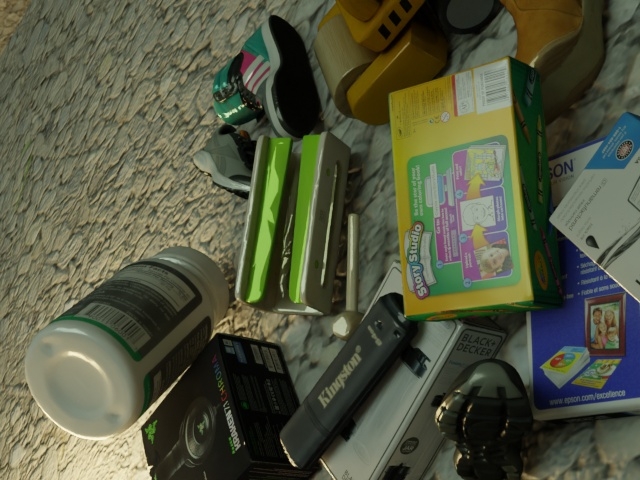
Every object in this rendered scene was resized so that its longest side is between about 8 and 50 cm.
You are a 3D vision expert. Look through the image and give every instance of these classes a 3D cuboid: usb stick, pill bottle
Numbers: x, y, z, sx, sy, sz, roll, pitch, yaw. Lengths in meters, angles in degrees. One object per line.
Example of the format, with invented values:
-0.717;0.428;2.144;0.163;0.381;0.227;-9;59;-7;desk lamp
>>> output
0.033;0.187;1.194;0.278;0.045;0.077;-55;39;23;usb stick
-0.302;0.153;1.522;0.204;0.361;0.204;8;113;19;pill bottle

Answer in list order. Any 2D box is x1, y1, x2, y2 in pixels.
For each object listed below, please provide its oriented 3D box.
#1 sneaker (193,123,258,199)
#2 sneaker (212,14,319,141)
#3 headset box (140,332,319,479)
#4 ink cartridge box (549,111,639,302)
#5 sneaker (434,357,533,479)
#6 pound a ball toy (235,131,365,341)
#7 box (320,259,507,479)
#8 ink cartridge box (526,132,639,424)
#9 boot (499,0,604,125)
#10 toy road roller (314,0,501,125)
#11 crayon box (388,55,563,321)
-0.145;-0.140;1.658;0.271;0.100;0.108;38;102;52;sneaker
-0.109;-0.250;1.623;0.178;0.124;0.295;-39;41;31;sneaker
-0.160;0.335;1.467;0.283;0.131;0.246;-50;42;29;headset box
0.337;-0.016;0.885;0.139;0.082;0.190;-59;38;20;ink cartridge box
0.181;0.183;1.012;0.101;0.267;0.106;5;58;11;sneaker
0.000;0.000;1.415;0.208;0.136;0.319;0;75;26;pound a ball toy
0.104;0.193;1.213;0.169;0.087;0.290;43;112;51;box
0.352;0.027;0.973;0.303;0.072;0.307;-21;59;49;ink cartridge box
0.270;-0.289;1.164;0.295;0.104;0.211;-55;43;8;boot
0.073;-0.354;1.331;0.329;0.240;0.202;-47;43;31;toy road roller
0.175;-0.053;1.056;0.165;0.081;0.278;-11;78;38;crayon box
